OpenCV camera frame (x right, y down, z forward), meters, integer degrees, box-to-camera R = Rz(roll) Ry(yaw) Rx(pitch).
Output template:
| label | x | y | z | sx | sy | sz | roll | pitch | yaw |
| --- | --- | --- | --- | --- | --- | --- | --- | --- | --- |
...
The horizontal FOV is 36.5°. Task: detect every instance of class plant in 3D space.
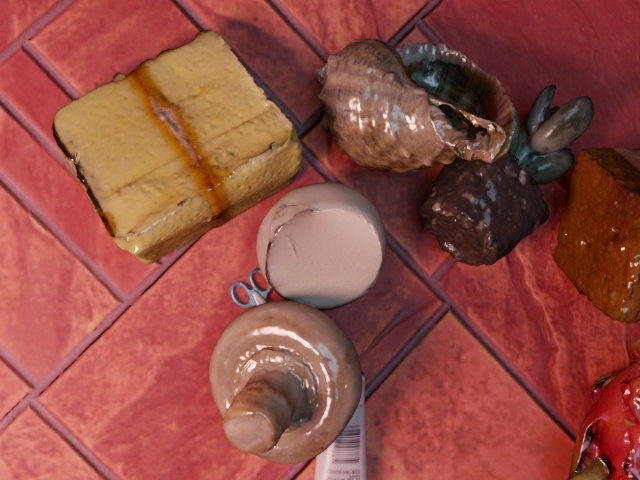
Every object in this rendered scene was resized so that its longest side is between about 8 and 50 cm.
| label | x | y | z | sx | sy | sz | roll | pitch | yaw |
| --- | --- | --- | --- | --- | --- | --- | --- | --- | --- |
| plant | 0.260 | -0.099 | 1.341 | 0.274 | 0.146 | 0.149 | -48 | 116 | -13 |

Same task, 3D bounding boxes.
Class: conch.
| label | x | y | z | sx | sy | sz | roll | pitch | yaw |
| --- | --- | --- | --- | --- | --- | --- | --- | --- | --- |
| conch | 0.118 | -0.163 | 1.296 | 0.291 | 0.159 | 0.210 | 38 | 37 | 22 |

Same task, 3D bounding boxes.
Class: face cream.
| label | x | y | z | sx | sy | sz | roll | pitch | yaw |
| --- | --- | --- | --- | --- | --- | --- | --- | --- | --- |
| face cream | 0.029 | 0.297 | 1.303 | 0.092 | 0.058 | 0.244 | 2 | 91 | -13 |

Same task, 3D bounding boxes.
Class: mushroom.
| label | x | y | z | sx | sy | sz | roll | pitch | yaw |
| --- | --- | --- | --- | --- | --- | --- | --- | --- | --- |
| mushroom | -0.061 | 0.186 | 1.215 | 0.209 | 0.206 | 0.206 | -25 | 93 | -37 |

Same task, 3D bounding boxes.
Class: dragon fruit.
| label | x | y | z | sx | sy | sz | roll | pitch | yaw |
| --- | --- | --- | --- | --- | --- | --- | --- | --- | --- |
| dragon fruit | 0.468 | 0.275 | 1.318 | 0.227 | 0.243 | 0.307 | 26 | 73 | -50 |

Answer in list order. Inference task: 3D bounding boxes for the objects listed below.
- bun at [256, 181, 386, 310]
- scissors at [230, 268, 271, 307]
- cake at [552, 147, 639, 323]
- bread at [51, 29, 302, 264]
| label | x | y | z | sx | sy | sz | roll | pitch | yaw |
| --- | --- | --- | --- | --- | --- | --- | --- | --- | --- |
| bun | 0.000 | 0.000 | 1.277 | 0.172 | 0.120 | 0.173 | -4 | 119 | -7 |
| scissors | -0.070 | 0.097 | 1.309 | 0.058 | 0.014 | 0.119 | -36 | 92 | -12 |
| cake | 0.497 | -0.013 | 1.339 | 0.292 | 0.199 | 0.196 | -3 | 116 | -18 |
| bread | -0.184 | -0.130 | 1.214 | 0.263 | 0.198 | 0.236 | -31 | 88 | -12 |
